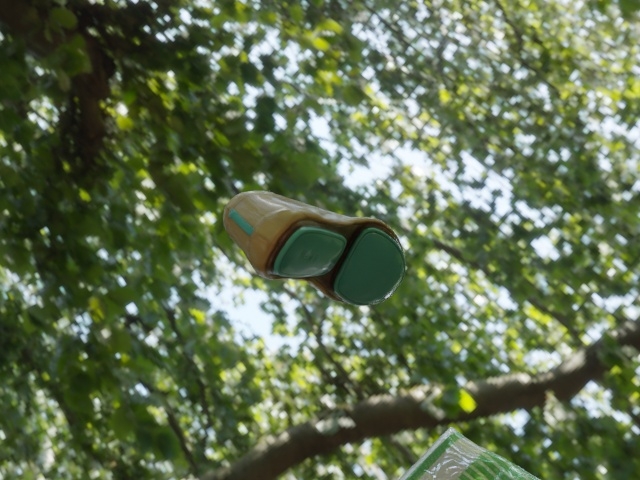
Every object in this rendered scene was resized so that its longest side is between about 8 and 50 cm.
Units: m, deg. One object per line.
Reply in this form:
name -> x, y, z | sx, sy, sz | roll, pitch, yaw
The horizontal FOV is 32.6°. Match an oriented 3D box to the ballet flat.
ballet flat -> 0.000, 0.000, 0.894 | 0.080, 0.073, 0.232 | -57, -28, 5

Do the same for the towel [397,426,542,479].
towel -> 0.135, 0.291, 0.831 | 0.248, 0.325, 0.038 | -40, -52, -20
